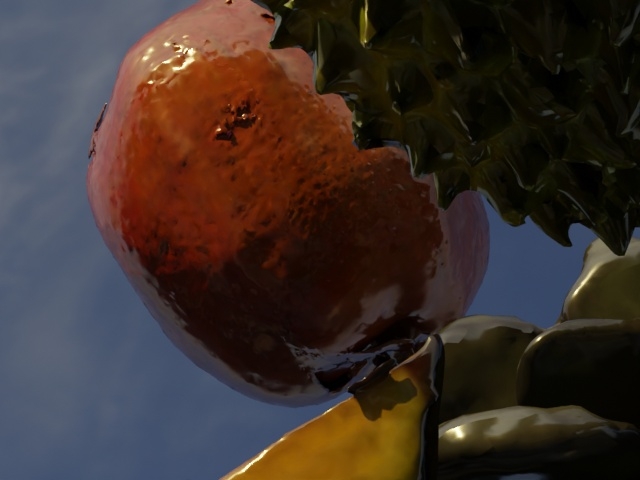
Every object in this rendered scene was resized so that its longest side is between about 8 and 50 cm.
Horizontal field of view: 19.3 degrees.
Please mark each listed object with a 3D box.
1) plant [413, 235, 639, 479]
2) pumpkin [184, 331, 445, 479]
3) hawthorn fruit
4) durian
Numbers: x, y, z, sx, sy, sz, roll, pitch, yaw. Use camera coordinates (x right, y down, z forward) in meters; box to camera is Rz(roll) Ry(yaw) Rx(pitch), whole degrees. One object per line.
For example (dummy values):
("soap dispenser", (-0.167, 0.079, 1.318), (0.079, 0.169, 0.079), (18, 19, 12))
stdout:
("plant", (0.162, 0.116, 0.681), (0.199, 0.188, 0.276), (-39, -84, 11))
("pumpkin", (-0.045, 0.153, 0.498), (0.254, 0.130, 0.149), (-30, -108, -9))
("hawthorn fruit", (0.000, 0.000, 1.048), (0.299, 0.211, 0.211), (52, -59, 25))
("durian", (0.042, -0.160, 0.567), (0.157, 0.169, 0.355), (-16, -91, 26))
